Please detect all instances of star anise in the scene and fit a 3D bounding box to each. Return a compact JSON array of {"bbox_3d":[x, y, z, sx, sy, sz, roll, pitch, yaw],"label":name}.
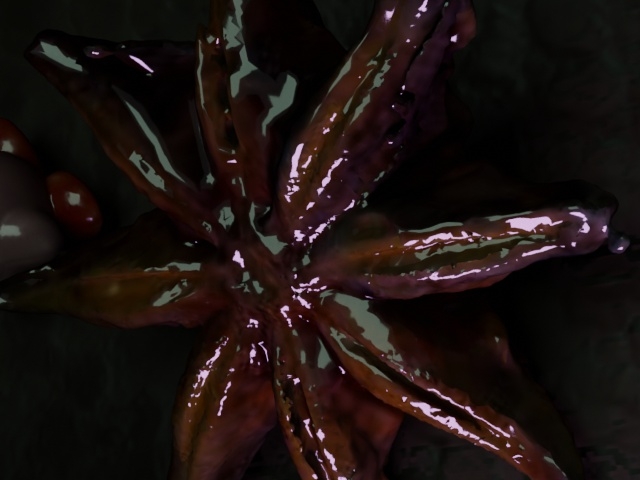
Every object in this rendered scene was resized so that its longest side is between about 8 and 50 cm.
[{"bbox_3d":[0.000,0.000,0.704,0.272,0.102,0.272,11,112,28],"label":"star anise"}]

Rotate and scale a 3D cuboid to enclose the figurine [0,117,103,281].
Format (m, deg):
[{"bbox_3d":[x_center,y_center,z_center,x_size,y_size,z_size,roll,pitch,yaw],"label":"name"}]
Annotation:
[{"bbox_3d":[-0.140,-0.005,0.814,0.083,0.071,0.067,23,135,45],"label":"figurine"}]
